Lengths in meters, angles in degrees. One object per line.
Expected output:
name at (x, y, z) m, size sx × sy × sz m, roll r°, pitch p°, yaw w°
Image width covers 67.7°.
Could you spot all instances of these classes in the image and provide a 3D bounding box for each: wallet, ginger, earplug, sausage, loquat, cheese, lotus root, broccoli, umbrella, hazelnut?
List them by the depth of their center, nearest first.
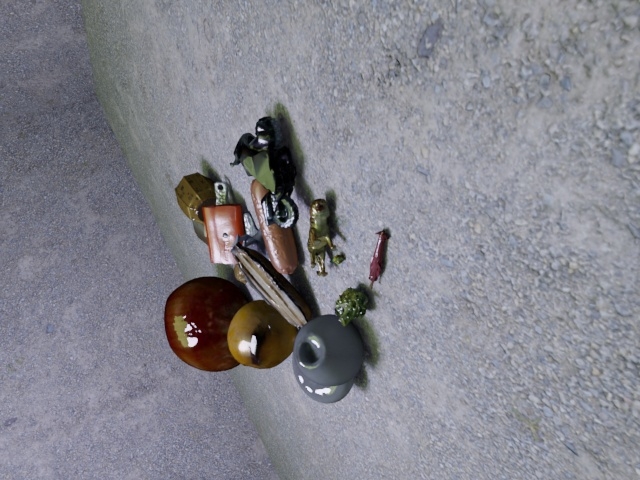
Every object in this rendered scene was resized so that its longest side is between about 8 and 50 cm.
umbrella at (0.118, 0.041, 0.985) m, size 0.027 × 0.025 × 0.165 m, roll -112°, pitch 20°, yaw -44°
broccoli at (0.066, 0.155, 1.111) m, size 0.097 × 0.092 × 0.095 m, roll 20°, pitch 145°, yaw 33°
earplug at (0.002, 0.319, 1.276) m, size 0.214 × 0.175 × 0.325 m, roll 56°, pitch 154°, yaw 24°
sausage at (-0.125, -0.041, 1.312) m, size 0.086 × 0.086 × 0.289 m, roll 18°, pitch 129°, yaw 57°
lotus root at (-0.137, 0.123, 1.422) m, size 0.329 × 0.078 × 0.167 m, roll 52°, pitch 148°, yaw -15°
loquat at (-0.195, 0.313, 1.599) m, size 0.235 × 0.235 × 0.235 m, roll 44°, pitch 147°, yaw 38°
wallet at (-0.322, -0.020, 1.610) m, size 0.142 × 0.045 × 0.204 m, roll -1°, pitch 106°, yaw 16°
cheese at (-0.320, -0.071, 1.660) m, size 0.163 × 0.071 × 0.249 m, roll 26°, pitch 115°, yaw 15°
ginger at (-0.301, 0.104, 1.811) m, size 0.165 × 0.067 × 0.096 m, roll -128°, pitch 26°, yaw -55°
hazelnut at (-0.455, 0.351, 2.012) m, size 0.421 × 0.353 × 0.421 m, roll 7°, pitch 101°, yaw 39°

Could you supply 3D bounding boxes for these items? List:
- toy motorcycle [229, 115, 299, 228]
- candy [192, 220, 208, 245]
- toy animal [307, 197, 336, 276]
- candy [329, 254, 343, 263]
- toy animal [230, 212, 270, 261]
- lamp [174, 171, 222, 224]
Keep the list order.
toy motorcycle at (-0.134, -0.161, 1.167) m, size 0.159 × 0.106 × 0.270 m, roll 2°, pitch 109°, yaw 39°
candy at (-0.425, -0.044, 1.873) m, size 0.234 × 0.102 × 0.104 m, roll 34°, pitch 140°, yaw 50°
toy animal at (0.000, 0.000, 1.134) m, size 0.241 × 0.057 × 0.099 m, roll 96°, pitch 167°, yaw -54°
candy at (0.033, 0.048, 1.160) m, size 0.023 × 0.025 × 0.083 m, roll 50°, pitch 163°, yaw -7°
toy animal at (-0.197, 0.021, 1.522) m, size 0.239 × 0.176 × 0.255 m, roll 37°, pitch 108°, yaw 41°
lamp at (-0.440, -0.154, 1.749) m, size 0.185 × 0.161 × 0.161 m, roll 43°, pitch 147°, yaw 38°
